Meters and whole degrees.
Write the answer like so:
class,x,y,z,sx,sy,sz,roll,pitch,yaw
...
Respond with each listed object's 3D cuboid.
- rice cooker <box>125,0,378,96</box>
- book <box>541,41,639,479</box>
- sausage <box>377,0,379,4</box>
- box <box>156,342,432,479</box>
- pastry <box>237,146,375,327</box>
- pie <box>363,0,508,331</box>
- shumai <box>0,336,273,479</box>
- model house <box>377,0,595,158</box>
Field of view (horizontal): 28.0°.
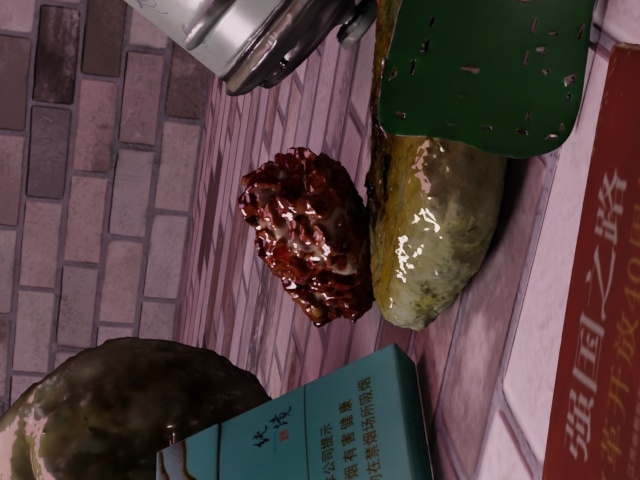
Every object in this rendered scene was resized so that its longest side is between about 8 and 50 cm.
class,x,y,z,sx,sy,sz,roll,pitch,yaw
rice cooker,-0.072,-0.289,1.212,0.264,0.316,0.317,-43,37,39
book,0.165,0.067,0.467,0.374,0.028,0.263,-132,47,-75
sausage,0.049,-0.250,1.086,0.029,0.029,0.223,125,132,-69
box,-0.025,0.190,0.963,0.041,0.229,0.162,47,-154,-38
pastry,0.000,0.002,1.075,0.208,0.097,0.115,61,-159,-61
pie,0.073,-0.094,0.919,0.323,0.070,0.323,-175,90,-81
shumai,-0.126,0.312,1.178,0.323,0.324,0.398,-134,30,-55
model house,0.092,-0.141,0.718,0.088,0.117,0.167,-105,21,-66
